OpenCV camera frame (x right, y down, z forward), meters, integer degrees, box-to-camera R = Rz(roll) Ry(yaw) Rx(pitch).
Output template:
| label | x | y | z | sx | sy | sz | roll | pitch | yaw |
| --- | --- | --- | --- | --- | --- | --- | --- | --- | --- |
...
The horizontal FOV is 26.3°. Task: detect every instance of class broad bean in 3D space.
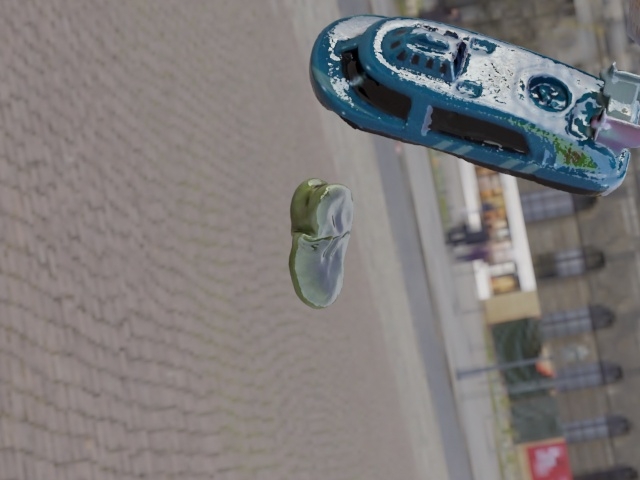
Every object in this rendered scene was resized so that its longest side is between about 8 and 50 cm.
| label | x | y | z | sx | sy | sz | roll | pitch | yaw |
| --- | --- | --- | --- | --- | --- | --- | --- | --- | --- |
| broad bean | 0.002 | 0.001 | 2.170 | 0.153 | 0.072 | 0.206 | -23 | 122 | -47 |

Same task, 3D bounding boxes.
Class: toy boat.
| label | x | y | z | sx | sy | sz | roll | pitch | yaw |
| --- | --- | --- | --- | --- | --- | --- | --- | --- | --- |
| toy boat | 0.139 | -0.143 | 1.207 | 0.092 | 0.299 | 0.134 | 104 | 4 | -55 |

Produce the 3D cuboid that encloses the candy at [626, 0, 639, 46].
| label | x | y | z | sx | sy | sz | roll | pitch | yaw |
| --- | --- | --- | --- | --- | --- | --- | --- | --- | --- |
| candy | 0.461 | -0.398 | 1.754 | 0.157 | 0.100 | 0.305 | -85 | 175 | -70 |
